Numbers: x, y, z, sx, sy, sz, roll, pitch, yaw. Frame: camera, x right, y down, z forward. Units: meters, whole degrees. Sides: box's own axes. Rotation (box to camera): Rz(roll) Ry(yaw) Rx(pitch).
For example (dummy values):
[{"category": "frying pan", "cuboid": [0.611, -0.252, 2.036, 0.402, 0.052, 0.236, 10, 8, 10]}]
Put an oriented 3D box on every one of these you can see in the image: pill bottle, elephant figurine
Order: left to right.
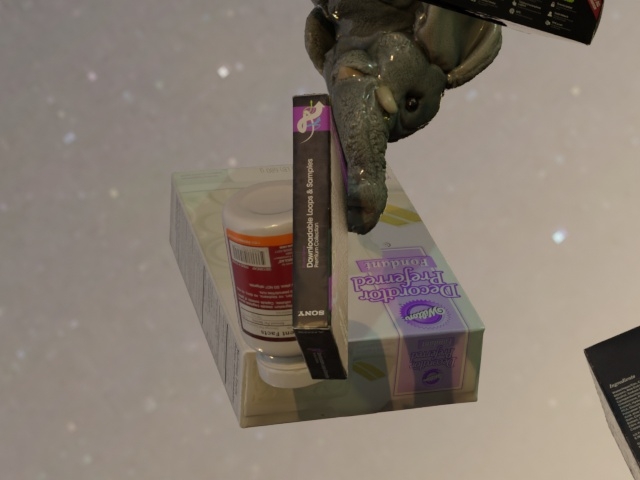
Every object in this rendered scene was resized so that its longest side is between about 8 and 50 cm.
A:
[{"category": "pill bottle", "cuboid": [-0.027, 0.036, 1.502, 0.086, 0.086, 0.152, -26, -58, -32]}, {"category": "elephant figurine", "cuboid": [0.048, -0.153, 1.424, 0.186, 0.239, 0.169, -21, 15, -11]}]

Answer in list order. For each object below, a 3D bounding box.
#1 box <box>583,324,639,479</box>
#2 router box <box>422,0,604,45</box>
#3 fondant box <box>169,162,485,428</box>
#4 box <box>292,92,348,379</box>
[{"category": "box", "cuboid": [0.344, 0.190, 1.907, 0.093, 0.158, 0.156, -24, -40, 2]}, {"category": "router box", "cuboid": [0.102, -0.157, 1.176, 0.122, 0.092, 0.038, 14, -85, -21]}, {"category": "fondant box", "cuboid": [-0.002, 0.042, 1.896, 0.238, 0.330, 0.096, -5, -56, -15]}, {"category": "box", "cuboid": [0.000, 0.000, 1.260, 0.029, 0.162, 0.116, -3, -21, 5]}]
